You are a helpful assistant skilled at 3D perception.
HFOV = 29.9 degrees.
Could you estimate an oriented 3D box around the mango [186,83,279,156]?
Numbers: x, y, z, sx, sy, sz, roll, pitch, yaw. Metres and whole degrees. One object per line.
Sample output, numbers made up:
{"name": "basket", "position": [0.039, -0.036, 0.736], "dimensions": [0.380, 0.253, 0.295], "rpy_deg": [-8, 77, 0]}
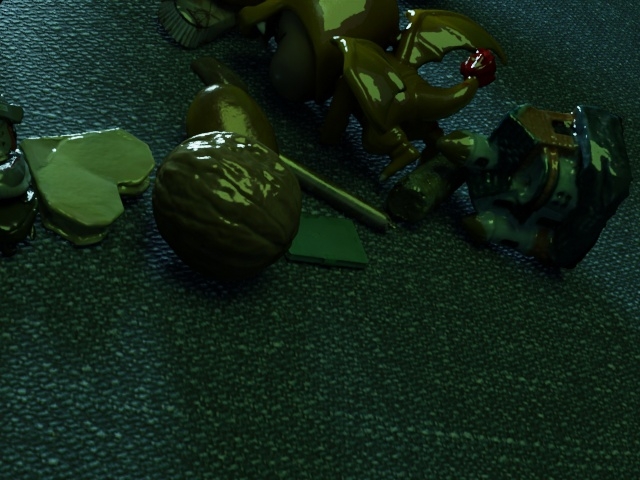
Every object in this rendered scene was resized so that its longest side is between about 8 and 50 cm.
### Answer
{"name": "mango", "position": [-0.127, -0.136, 1.805], "dimensions": [0.136, 0.099, 0.227], "rpy_deg": [-4, 59, -30]}

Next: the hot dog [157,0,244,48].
{"name": "hot dog", "position": [-0.187, -0.407, 2.091], "dimensions": [0.131, 0.069, 0.252], "rpy_deg": [47, 42, 6]}

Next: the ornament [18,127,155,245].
{"name": "ornament", "position": [-0.337, -0.091, 1.651], "dimensions": [0.180, 0.059, 0.201], "rpy_deg": [28, 40, 2]}

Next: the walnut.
{"name": "walnut", "position": [-0.132, -0.048, 1.637], "dimensions": [0.213, 0.213, 0.213], "rpy_deg": [18, 40, -16]}

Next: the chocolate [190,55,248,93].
{"name": "chocolate", "position": [-0.164, -0.276, 1.987], "dimensions": [0.101, 0.031, 0.064], "rpy_deg": [47, 36, 22]}

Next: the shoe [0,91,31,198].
{"name": "shoe", "position": [-0.436, -0.147, 1.569], "dimensions": [0.099, 0.125, 0.227], "rpy_deg": [-4, 37, -26]}

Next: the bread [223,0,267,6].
{"name": "bread", "position": [-0.114, -0.456, 2.081], "dimensions": [0.189, 0.077, 0.114], "rpy_deg": [-11, 69, -46]}

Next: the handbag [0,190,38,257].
{"name": "handbag", "position": [-0.397, -0.031, 1.549], "dimensions": [0.072, 0.047, 0.111], "rpy_deg": [18, 38, -3]}

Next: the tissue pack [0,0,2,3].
{"name": "tissue pack", "position": [-0.548, -0.424, 1.762], "dimensions": [0.206, 0.198, 0.287], "rpy_deg": [23, 36, -6]}

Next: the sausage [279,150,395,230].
{"name": "sausage", "position": [0.001, -0.086, 1.882], "dimensions": [0.269, 0.033, 0.033], "rpy_deg": [30, 38, 0]}

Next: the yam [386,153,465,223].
{"name": "yam", "position": [0.178, -0.089, 1.968], "dimensions": [0.078, 0.078, 0.179], "rpy_deg": [40, 39, 12]}

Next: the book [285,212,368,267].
{"name": "book", "position": [0.000, 0.000, 1.800], "dimensions": [0.135, 0.017, 0.103], "rpy_deg": [7, 41, -28]}

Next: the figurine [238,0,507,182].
{"name": "figurine", "position": [0.091, -0.311, 2.006], "dimensions": [0.401, 0.268, 0.387], "rpy_deg": [-32, 82, -37]}

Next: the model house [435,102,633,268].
{"name": "model house", "position": [0.316, -0.100, 1.936], "dimensions": [0.291, 0.253, 0.184], "rpy_deg": [13, 51, -16]}
